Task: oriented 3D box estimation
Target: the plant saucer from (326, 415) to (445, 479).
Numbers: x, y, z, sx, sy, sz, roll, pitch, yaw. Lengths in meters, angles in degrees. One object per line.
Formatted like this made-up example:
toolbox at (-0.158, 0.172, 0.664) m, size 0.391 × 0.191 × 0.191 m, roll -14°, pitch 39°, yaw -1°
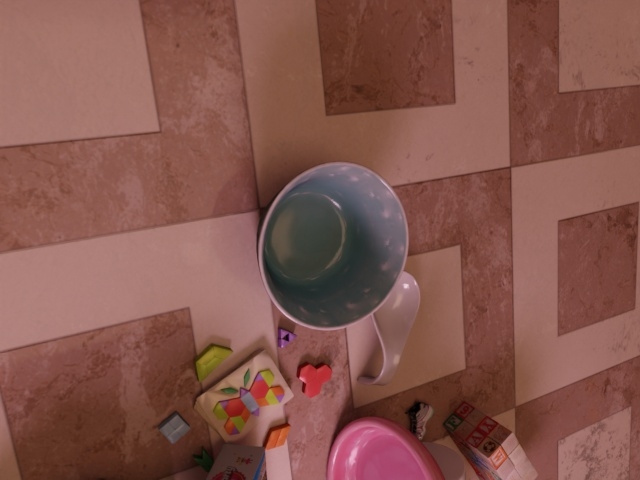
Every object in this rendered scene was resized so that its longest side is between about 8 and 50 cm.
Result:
plant saucer at (0.148, 0.538, 1.117) m, size 0.084 × 0.332 × 0.332 m, roll 4°, pitch 97°, yaw -40°

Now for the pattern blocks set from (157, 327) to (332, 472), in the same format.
pattern blocks set at (-0.151, 0.325, 1.095) m, size 0.325 × 0.026 × 0.285 m, roll -48°, pitch 115°, yaw -11°

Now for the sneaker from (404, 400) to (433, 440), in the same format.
sneaker at (0.229, 0.439, 1.298) m, size 0.069 × 0.038 × 0.098 m, roll 31°, pitch 75°, yaw -26°

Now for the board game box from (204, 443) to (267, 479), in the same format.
board game box at (-0.169, 0.585, 1.006) m, size 0.097 × 0.224 × 0.303 m, roll 1°, pitch 107°, yaw 10°

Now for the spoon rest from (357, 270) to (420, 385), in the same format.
spoon rest at (0.153, 0.200, 1.190) m, size 0.137 × 0.084 × 0.276 m, roll 8°, pitch 96°, yaw -27°

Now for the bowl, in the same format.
bowl at (0.000, 0.000, 1.034) m, size 0.311 × 0.163 × 0.311 m, roll -5°, pitch 102°, yaw -25°

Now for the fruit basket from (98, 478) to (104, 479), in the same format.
fruit basket at (-0.364, 0.669, 0.904) m, size 0.392 × 0.283 × 0.392 m, roll 1°, pitch 88°, yaw -16°

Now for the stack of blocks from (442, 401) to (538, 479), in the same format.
stack of blocks at (0.455, 0.570, 1.356) m, size 0.087 × 0.171 × 0.297 m, roll -41°, pitch 114°, yaw -14°

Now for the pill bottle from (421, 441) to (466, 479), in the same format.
pill bottle at (0.254, 0.702, 1.247) m, size 0.229 × 0.229 × 0.408 m, roll -10°, pitch 104°, yaw -24°
